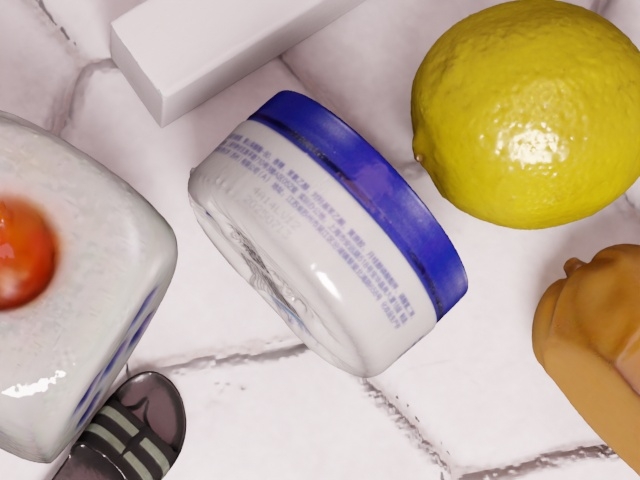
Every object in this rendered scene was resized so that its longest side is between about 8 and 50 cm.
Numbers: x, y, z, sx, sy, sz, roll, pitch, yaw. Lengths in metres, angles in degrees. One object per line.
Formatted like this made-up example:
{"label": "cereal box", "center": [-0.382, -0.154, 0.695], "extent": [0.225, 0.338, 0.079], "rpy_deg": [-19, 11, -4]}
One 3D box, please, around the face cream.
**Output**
{"label": "face cream", "center": [0.000, 0.000, 1.285], "extent": [0.111, 0.206, 0.206], "rpy_deg": [-41, 83, -11]}

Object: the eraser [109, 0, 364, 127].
{"label": "eraser", "center": [-0.024, -0.206, 1.404], "extent": [0.298, 0.078, 0.076], "rpy_deg": [-33, 81, -14]}

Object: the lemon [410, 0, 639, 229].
{"label": "lemon", "center": [0.165, -0.097, 1.346], "extent": [0.203, 0.178, 0.178], "rpy_deg": [-14, 77, -8]}

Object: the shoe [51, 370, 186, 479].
{"label": "shoe", "center": [-0.160, 0.174, 1.300], "extent": [0.071, 0.049, 0.179], "rpy_deg": [38, 74, 3]}

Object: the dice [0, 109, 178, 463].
{"label": "dice", "center": [-0.223, 0.033, 1.258], "extent": [0.193, 0.192, 0.194], "rpy_deg": [30, 75, 1]}

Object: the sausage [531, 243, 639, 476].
{"label": "sausage", "center": [0.266, 0.107, 1.333], "extent": [0.241, 0.120, 0.136], "rpy_deg": [43, 60, 6]}
